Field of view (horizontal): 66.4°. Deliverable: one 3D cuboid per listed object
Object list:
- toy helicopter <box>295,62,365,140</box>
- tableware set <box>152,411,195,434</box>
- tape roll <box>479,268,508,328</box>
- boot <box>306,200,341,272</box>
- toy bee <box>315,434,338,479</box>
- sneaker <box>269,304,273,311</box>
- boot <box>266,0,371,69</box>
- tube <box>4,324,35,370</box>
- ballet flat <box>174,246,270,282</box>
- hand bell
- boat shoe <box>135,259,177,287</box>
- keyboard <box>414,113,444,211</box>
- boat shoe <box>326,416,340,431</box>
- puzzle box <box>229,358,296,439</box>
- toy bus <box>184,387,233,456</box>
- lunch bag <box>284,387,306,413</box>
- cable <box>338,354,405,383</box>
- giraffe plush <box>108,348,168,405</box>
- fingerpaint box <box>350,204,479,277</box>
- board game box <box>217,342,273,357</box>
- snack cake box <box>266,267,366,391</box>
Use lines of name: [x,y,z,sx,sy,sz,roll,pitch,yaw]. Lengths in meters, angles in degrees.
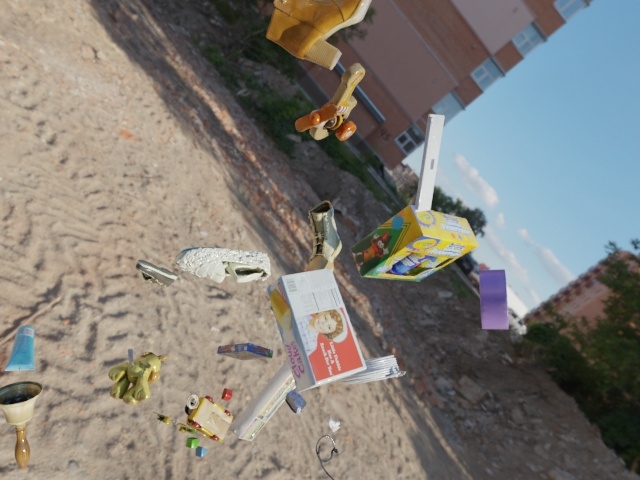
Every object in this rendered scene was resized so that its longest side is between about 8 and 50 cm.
toy helicopter: [0.050,-0.489,1.756,0.235,0.355,0.140,-28,75,-33]
tableware set: [-0.467,0.593,1.568,0.154,0.104,0.024,67,38,-52]
tape roll: [0.548,0.186,1.550,0.189,0.080,0.189,-4,90,-71]
boot: [0.000,0.000,1.698,0.262,0.095,0.203,-58,144,-50]
toy bee: [0.037,0.614,1.062,0.195,0.162,0.298,-13,97,-43]
sneaker: [-0.185,0.383,2.447,0.190,0.071,0.083,39,16,14]
boot: [0.004,-0.603,1.232,0.211,0.295,0.104,32,9,2]
tube: [-0.973,0.356,1.600,0.080,0.052,0.207,0,25,-26]
ballet flat: [-0.367,0.104,1.952,0.408,0.147,0.147,2,42,-38]
hand bell: [-0.852,0.541,1.392,0.126,0.126,0.242,-73,166,-77]
boat shoe: [-0.625,0.132,1.846,0.081,0.069,0.228,33,-5,23]
keyboard: [0.289,-0.202,1.297,0.014,0.256,0.072,18,20,37]
boat shoe: [0.047,0.622,1.665,0.100,0.035,0.035,68,-4,-47]
puzzle box: [-0.178,0.609,1.944,0.052,0.409,0.272,36,-18,18]
toy bus: [-0.382,0.570,1.586,0.191,0.104,0.202,-6,92,-55]
lunch bag: [-0.090,0.577,1.746,0.071,0.053,0.083,50,-28,23]
cable: [0.196,0.542,2.044,0.257,0.257,0.089,129,-46,-68]
giraffe plush: [-0.673,0.494,1.846,0.181,0.210,0.170,14,3,14]
fingerpaint box: [0.429,0.032,2.209,0.444,0.371,0.163,9,54,-44]
board game box: [-0.313,0.462,2.026,0.136,0.201,0.035,30,57,-40]
snack cake box: [-0.012,0.210,1.182,0.152,0.089,0.264,-6,68,-36]
